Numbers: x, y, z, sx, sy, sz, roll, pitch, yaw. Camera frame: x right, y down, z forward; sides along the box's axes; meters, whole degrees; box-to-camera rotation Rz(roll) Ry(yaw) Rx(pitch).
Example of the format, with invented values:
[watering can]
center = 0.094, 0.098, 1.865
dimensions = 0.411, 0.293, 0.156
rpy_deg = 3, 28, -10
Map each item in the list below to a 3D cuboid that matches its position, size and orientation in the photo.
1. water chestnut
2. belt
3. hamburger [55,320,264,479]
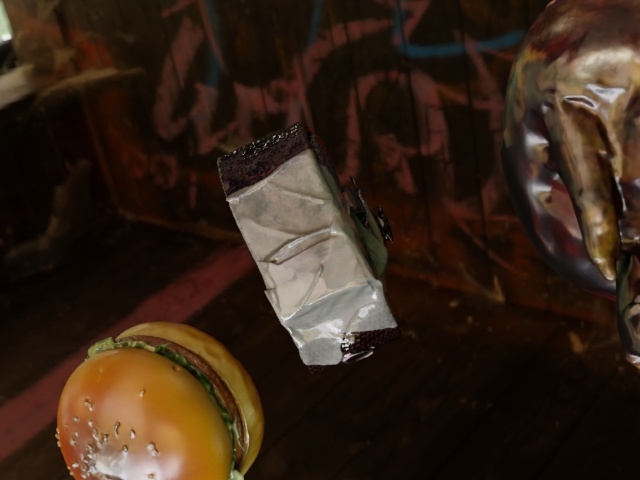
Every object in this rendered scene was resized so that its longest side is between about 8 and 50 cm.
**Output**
[water chestnut]
center = 0.248, -0.047, 0.669
dimensions = 0.244, 0.289, 0.289
rpy_deg = -32, -149, 0
[belt]
center = 0.000, 0.000, 1.205
dimensions = 0.164, 0.184, 0.289
rpy_deg = -24, -109, 5
[hamburger]
center = -0.193, 0.223, 1.184
dimensions = 0.246, 0.246, 0.170
rpy_deg = 4, -159, 25
